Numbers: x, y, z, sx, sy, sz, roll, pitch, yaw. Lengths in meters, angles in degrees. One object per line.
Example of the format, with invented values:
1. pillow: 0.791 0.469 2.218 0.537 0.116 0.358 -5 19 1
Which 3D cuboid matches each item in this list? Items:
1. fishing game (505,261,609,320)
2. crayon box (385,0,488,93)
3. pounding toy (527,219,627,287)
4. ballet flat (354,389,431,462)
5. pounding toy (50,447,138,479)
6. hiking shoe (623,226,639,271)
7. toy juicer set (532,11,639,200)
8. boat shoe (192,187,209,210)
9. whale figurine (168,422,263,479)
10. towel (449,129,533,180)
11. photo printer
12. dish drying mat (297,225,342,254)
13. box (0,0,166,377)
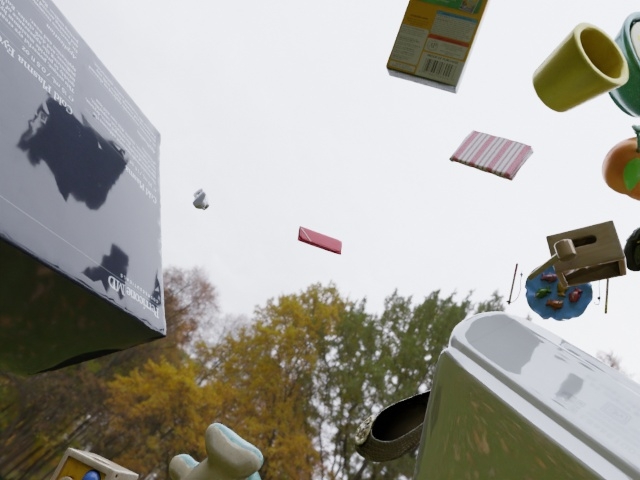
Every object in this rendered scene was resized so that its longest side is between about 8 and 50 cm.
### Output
1. fishing game: 0.672 0.139 1.432 0.264 0.189 0.041 6 -21 37
2. crayon box: 0.331 -0.590 1.376 0.203 0.083 0.322 21 -84 14
3. pounding toy: 0.512 0.020 1.034 0.181 0.094 0.206 -16 -28 27
4. ballet flat: 0.124 0.226 0.650 0.058 0.084 0.250 40 -47 -16
5. pounding toy: -0.410 0.422 0.829 0.141 0.130 0.100 11 -26 24
6. hiking shoe: 0.854 -0.005 1.248 0.086 0.114 0.226 25 -67 -12
7. toy juicer set: 0.381 -0.150 0.530 0.209 0.329 0.089 60 -34 7
8. boat shoe: -0.255 -0.083 1.092 0.035 0.035 0.100 55 -3 -26
9. whale figurine: -0.150 0.410 0.838 0.216 0.141 0.271 25 -64 21
10. towel: 0.488 -0.245 1.446 0.197 0.144 0.029 26 -30 32
11. photo printer: 0.183 0.244 0.388 0.256 0.107 0.307 36 -47 44
12. dish drying mat: 0.000 0.000 0.879 0.083 0.032 0.008 19 -41 -18
13. box: -0.318 -0.076 0.492 0.179 0.312 0.343 -18 -33 7
